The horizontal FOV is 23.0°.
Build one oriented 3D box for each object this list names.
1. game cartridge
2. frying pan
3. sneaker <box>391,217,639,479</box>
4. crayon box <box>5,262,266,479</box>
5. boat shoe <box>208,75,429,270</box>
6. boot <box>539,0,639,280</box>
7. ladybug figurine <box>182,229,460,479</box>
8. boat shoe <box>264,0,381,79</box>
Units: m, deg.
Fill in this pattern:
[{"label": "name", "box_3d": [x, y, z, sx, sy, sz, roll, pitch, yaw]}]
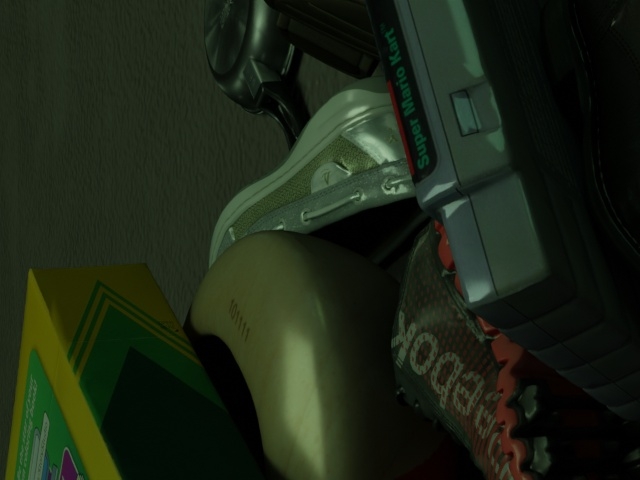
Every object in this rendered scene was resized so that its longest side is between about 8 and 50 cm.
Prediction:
[{"label": "game cartridge", "box_3d": [0.098, -0.091, 0.872, 0.068, 0.230, 0.355, -27, 58, 25]}, {"label": "frying pan", "box_3d": [-0.060, -0.154, 1.439, 0.197, 0.053, 0.326, 144, 126, -62]}, {"label": "sneaker", "box_3d": [0.112, 0.091, 0.955, 0.135, 0.097, 0.276, -52, 41, 39]}, {"label": "crayon box", "box_3d": [-0.147, 0.251, 1.138, 0.313, 0.106, 0.363, -124, 40, -51]}, {"label": "boat shoe", "box_3d": [0.003, 0.000, 1.204, 0.320, 0.118, 0.103, -47, 43, 48]}, {"label": "boot", "box_3d": [0.214, -0.109, 0.763, 0.229, 0.091, 0.263, -51, 50, 44]}, {"label": "ladybug figurine", "box_3d": [-0.012, 0.199, 1.160, 0.305, 0.161, 0.449, -125, 40, -48]}, {"label": "boat shoe", "box_3d": [0.028, -0.184, 1.082, 0.104, 0.110, 0.307, -62, 9, 0]}]
